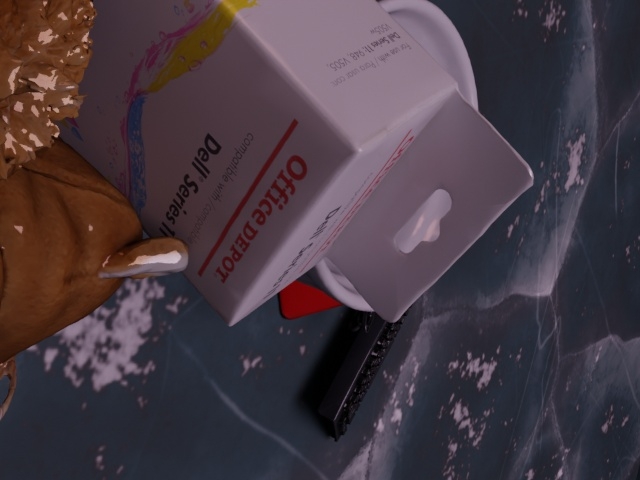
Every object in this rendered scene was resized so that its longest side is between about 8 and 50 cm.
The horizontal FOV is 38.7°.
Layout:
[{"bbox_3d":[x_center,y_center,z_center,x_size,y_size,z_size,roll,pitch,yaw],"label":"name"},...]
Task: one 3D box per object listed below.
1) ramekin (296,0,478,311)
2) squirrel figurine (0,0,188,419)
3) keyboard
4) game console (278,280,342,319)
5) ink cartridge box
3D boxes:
[{"bbox_3d":[0.021,-0.084,0.838,0.277,0.135,0.277,-21,117,-49],"label":"ramekin"},{"bbox_3d":[-0.220,-0.029,0.478,0.370,0.281,0.397,-13,136,-58],"label":"squirrel figurine"},{"bbox_3d":[0.084,0.083,1.111,0.317,0.033,0.201,-61,159,-21],"label":"keyboard"},{"bbox_3d":[0.000,0.000,1.035,0.124,0.085,0.144,-73,160,-64],"label":"game console"},{"bbox_3d":[-0.057,-0.090,0.614,0.119,0.353,0.207,-35,168,-43],"label":"ink cartridge box"}]
